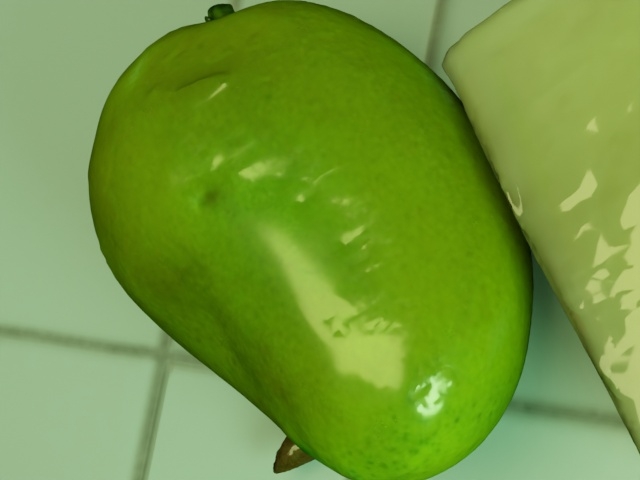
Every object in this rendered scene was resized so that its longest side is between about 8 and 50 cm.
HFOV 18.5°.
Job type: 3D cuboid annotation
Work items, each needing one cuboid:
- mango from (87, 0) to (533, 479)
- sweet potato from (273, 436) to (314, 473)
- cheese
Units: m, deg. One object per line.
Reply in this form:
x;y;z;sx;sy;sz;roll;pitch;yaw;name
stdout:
0.004;-0.008;0.971;0.273;0.149;0.185;38;83;30;mango
0.022;0.085;1.010;0.115;0.026;0.026;-33;65;10;sweet potato
0.223;-0.052;0.888;0.265;0.124;0.242;-32;69;17;cheese
